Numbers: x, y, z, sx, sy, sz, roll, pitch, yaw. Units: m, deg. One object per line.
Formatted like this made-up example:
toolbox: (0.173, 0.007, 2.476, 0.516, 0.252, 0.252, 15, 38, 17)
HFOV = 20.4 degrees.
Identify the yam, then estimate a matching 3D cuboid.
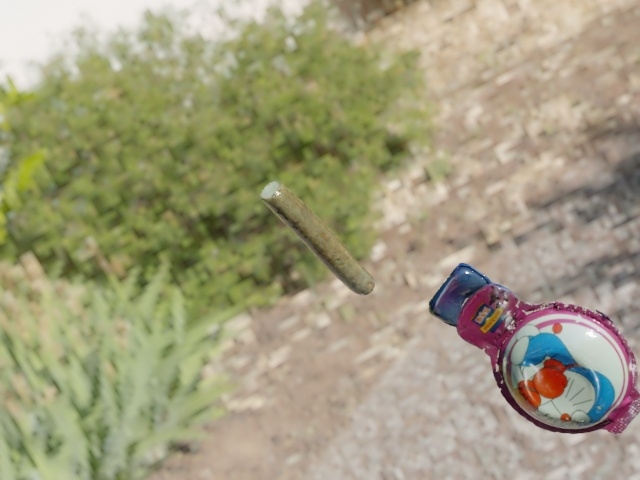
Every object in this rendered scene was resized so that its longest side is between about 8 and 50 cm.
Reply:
yam: (0.000, 0.000, 1.223, 0.021, 0.116, 0.021, -30, 35, 23)

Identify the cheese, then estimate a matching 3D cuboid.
cheese: (0.135, 0.068, 1.100, 0.095, 0.145, 0.038, -56, -2, 31)
